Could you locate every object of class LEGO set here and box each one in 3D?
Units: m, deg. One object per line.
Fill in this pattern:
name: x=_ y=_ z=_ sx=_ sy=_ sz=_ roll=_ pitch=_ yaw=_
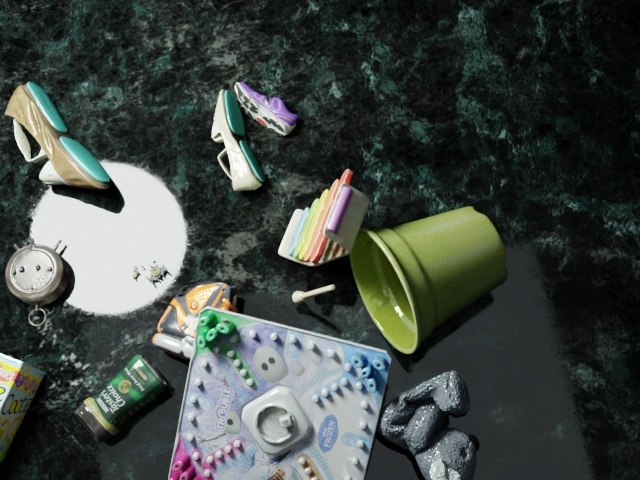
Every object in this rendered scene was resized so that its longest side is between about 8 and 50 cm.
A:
LEGO set: x=-0.371 y=0.071 z=2.060 sx=0.083 sy=0.023 sz=0.054 roll=13 pitch=71 yaw=21

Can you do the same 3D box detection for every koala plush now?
koala plush: x=0.229 y=0.400 z=1.847 sx=0.203 sy=0.196 sz=0.221 roll=-27 pitch=73 yaw=7

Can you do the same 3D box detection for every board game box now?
board game box: x=-0.708 y=0.362 z=1.920 sx=0.144 sy=0.142 sz=0.275 roll=20 pitch=75 yaw=9
board game box: x=-0.090 y=0.361 z=1.846 sx=0.390 sy=0.050 sz=0.390 roll=13 pitch=102 yaw=7

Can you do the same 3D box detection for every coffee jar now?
coffee jar: x=-0.415 y=0.330 z=1.948 sx=0.184 sy=0.079 sz=0.096 roll=-42 pitch=75 yaw=-9

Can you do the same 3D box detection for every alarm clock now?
alarm clock: x=-0.619 y=0.092 z=2.045 sx=0.129 sy=0.064 sz=0.192 roll=-7 pitch=76 yaw=1

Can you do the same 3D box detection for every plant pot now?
plant pot: x=0.232 y=0.055 z=1.924 sx=0.254 sy=0.276 sz=0.276 roll=-24 pitch=73 yaw=-16

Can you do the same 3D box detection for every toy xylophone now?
toy xylophone: x=0.000 y=0.000 z=1.925 sx=0.081 sy=0.323 sz=0.236 roll=25 pitch=66 yaw=-14

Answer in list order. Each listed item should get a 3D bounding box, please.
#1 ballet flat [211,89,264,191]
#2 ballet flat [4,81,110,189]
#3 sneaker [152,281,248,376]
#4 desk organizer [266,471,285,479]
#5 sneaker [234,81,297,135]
ballet flat: x=-0.203 y=-0.221 z=2.114 sx=0.086 sy=0.086 sz=0.248 roll=-19 pitch=74 yaw=-3
ballet flat: x=-0.608 y=-0.207 z=2.120 sx=0.124 sy=0.116 sz=0.342 roll=-44 pitch=74 yaw=11
sneaker: x=-0.180 y=0.189 z=1.956 sx=0.321 sy=0.124 sz=0.180 roll=20 pitch=76 yaw=9
desk organizer: x=-0.120 y=0.515 z=1.825 sx=0.130 sy=0.050 sz=0.047 roll=-42 pitch=92 yaw=14
sneaker: x=-0.126 y=-0.308 z=2.151 sx=0.170 sy=0.068 sz=0.071 roll=39 pitch=63 yaw=5
